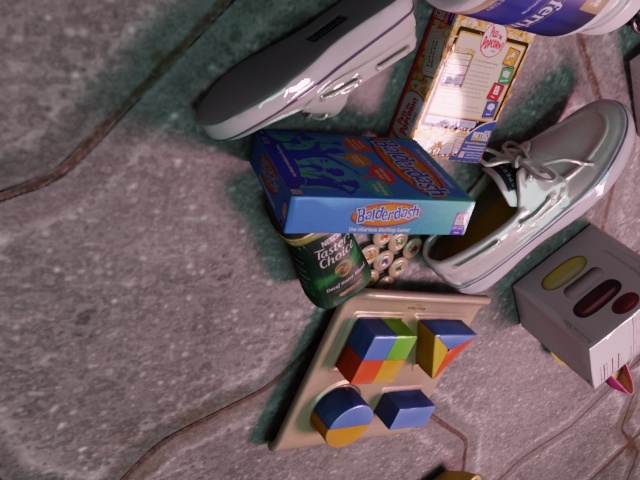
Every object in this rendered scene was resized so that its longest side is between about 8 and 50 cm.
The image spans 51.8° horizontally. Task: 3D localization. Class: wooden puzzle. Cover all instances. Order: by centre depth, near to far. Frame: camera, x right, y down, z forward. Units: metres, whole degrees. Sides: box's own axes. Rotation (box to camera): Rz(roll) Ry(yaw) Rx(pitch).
[{"bbox_3d":[0.113,0.232,1.096,0.322,0.080,0.348,6,121,-40],"label":"wooden puzzle"}]

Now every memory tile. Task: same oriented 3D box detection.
[{"bbox_3d":[0.083,0.044,0.990,0.113,0.012,0.148,23,107,-44],"label":"memory tile"}]

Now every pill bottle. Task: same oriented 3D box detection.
[{"bbox_3d":[0.241,-0.311,0.727,0.264,0.153,0.153,-2,123,-35],"label":"pill bottle"}]

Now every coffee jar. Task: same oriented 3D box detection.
[{"bbox_3d":[0.000,0.000,0.846,0.096,0.079,0.184,-34,135,-10],"label":"coffee jar"}]

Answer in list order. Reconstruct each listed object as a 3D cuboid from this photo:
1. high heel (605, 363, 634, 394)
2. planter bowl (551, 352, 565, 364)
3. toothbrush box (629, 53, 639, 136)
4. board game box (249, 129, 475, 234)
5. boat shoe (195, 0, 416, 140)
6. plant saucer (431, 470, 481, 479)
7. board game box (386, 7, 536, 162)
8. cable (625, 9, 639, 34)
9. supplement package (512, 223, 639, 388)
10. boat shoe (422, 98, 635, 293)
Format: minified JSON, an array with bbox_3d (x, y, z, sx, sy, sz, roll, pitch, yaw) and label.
[{"bbox_3d":[0.670,0.263,1.509,0.082,0.117,0.244,-33,136,-11],"label":"high heel"},{"bbox_3d":[0.597,0.196,1.384,0.217,0.090,0.217,-8,116,-17],"label":"planter bowl"},{"bbox_3d":[0.653,-0.275,1.043,0.283,0.122,0.206,-35,142,7],"label":"toothbrush box"},{"bbox_3d":[0.042,-0.067,0.737,0.210,0.160,0.047,0,123,-22],"label":"board game box"},{"bbox_3d":[-0.006,-0.174,0.703,0.267,0.096,0.088,-40,133,-15],"label":"boat shoe"},{"bbox_3d":[0.245,0.688,1.558,0.333,0.081,0.333,-35,137,-9],"label":"plant saucer"},{"bbox_3d":[0.181,-0.198,0.848,0.147,0.045,0.193,0,123,-36],"label":"board game box"},{"bbox_3d":[0.413,-0.352,0.827,0.150,0.047,0.184,75,28,-57],"label":"cable"},{"bbox_3d":[0.505,0.118,1.221,0.203,0.194,0.149,-37,136,-7],"label":"supplement package"},{"bbox_3d":[0.288,-0.085,0.967,0.367,0.136,0.156,-44,135,15],"label":"boat shoe"}]
